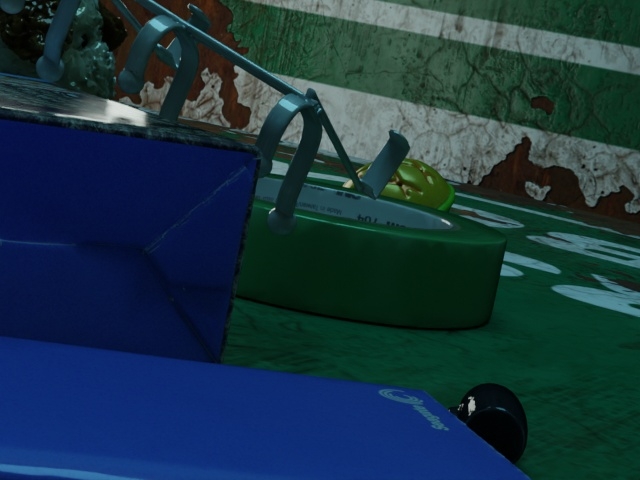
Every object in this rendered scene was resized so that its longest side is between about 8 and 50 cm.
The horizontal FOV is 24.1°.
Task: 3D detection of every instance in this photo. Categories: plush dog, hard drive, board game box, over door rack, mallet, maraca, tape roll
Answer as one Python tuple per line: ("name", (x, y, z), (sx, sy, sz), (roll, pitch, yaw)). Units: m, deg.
("plush dog", (-0.247, -0.124, 1.298), (0.210, 0.225, 0.262), (11, 7, -1))
("hard drive", (-0.076, 0.089, 0.653), (0.318, 0.040, 0.210), (9, 7, -16))
("board game box", (-0.219, -0.028, 0.938), (0.232, 0.141, 0.291), (6, 9, -39))
("over door rack", (-0.082, -0.105, 1.138), (0.239, 0.108, 0.324), (34, 7, 14))
("mallet", (0.023, 0.090, 0.836), (0.189, 0.039, 0.062), (9, 8, 11))
("maraca", (0.065, -0.029, 1.581), (0.127, 0.099, 0.185), (7, 28, 39))
("tape roll", (0.000, 0.000, 1.316), (0.321, 0.077, 0.321), (11, 7, -1))
